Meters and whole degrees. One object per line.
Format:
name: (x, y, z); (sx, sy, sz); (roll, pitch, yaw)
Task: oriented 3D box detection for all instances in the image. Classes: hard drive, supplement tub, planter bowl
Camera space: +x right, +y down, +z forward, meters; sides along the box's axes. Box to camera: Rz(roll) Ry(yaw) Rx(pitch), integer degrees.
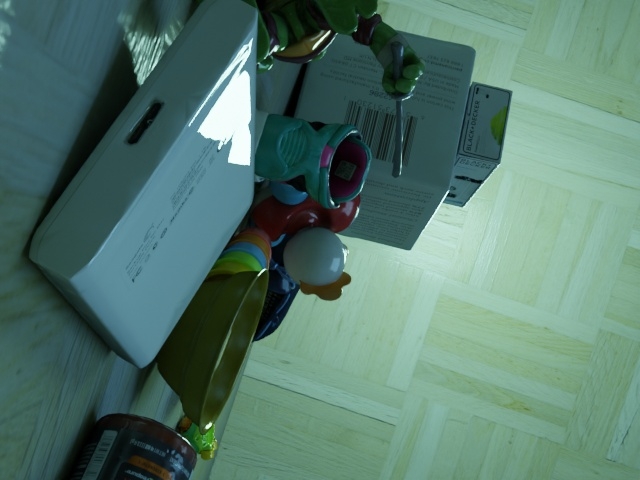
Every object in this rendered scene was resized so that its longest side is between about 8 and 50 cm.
hard drive: (-0.112, -0.020, 0.599); (0.203, 0.040, 0.307); (-60, 176, -18)
supplement tub: (-0.188, 0.261, 0.691); (0.106, 0.106, 0.198); (108, 0, -53)
planter bowl: (-0.144, 0.121, 0.970); (0.217, 0.090, 0.217); (20, 90, -85)

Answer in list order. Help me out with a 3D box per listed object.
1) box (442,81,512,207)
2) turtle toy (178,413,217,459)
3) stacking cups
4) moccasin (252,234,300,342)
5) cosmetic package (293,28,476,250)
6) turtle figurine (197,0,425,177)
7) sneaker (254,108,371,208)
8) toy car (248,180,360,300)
box: (0.315, -0.195, 1.681); (0.290, 0.087, 0.169); (105, -2, -73)
turtle toy: (-0.233, 0.358, 1.486); (0.130, 0.066, 0.095); (-128, -147, -88)
stacking cups: (-0.121, 0.051, 1.218); (0.316, 0.096, 0.096); (-73, -179, -78)
moccasin: (-0.088, 0.079, 1.645); (0.117, 0.137, 0.342); (-51, 158, -61)
cosmetic package: (0.105, -0.216, 1.691); (0.394, 0.329, 0.327); (108, -5, -71)
turtle figurine: (-0.007, -0.145, 0.718); (0.266, 0.197, 0.275); (-14, 119, -85)
sneaker: (-0.017, -0.122, 1.159); (0.295, 0.178, 0.124); (-69, 177, -85)
toy car: (0.000, 0.000, 1.427); (0.238, 0.210, 0.219); (69, -26, 18)
